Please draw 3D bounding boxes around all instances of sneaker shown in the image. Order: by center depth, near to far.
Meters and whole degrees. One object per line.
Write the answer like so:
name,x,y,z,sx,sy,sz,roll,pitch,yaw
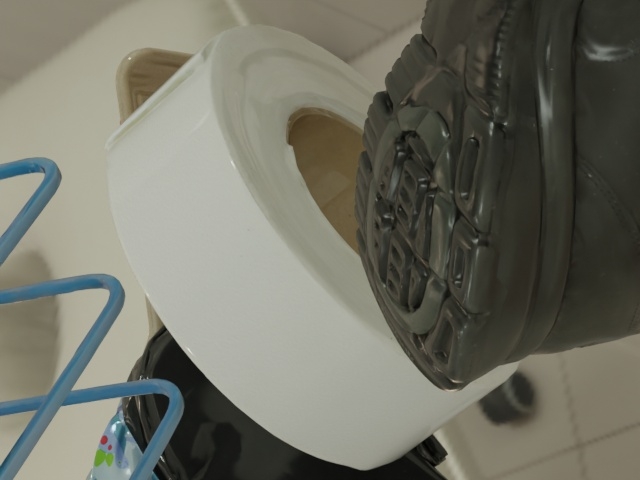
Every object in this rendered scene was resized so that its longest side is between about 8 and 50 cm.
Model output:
sneaker,0.093,-0.087,0.539,0.109,0.130,0.286,-122,35,-48

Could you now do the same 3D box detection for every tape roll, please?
tape roll,0.000,0.000,1.118,0.100,0.286,0.286,-39,53,26

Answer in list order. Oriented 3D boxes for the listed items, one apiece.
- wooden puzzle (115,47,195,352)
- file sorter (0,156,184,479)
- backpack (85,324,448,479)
wooden puzzle,-0.094,-0.027,1.411,0.044,0.221,0.239,-5,88,28
file sorter,-0.125,0.016,0.452,0.104,0.170,0.118,-10,30,28
backpack,-0.073,0.258,1.331,0.290,0.273,0.355,42,152,10
